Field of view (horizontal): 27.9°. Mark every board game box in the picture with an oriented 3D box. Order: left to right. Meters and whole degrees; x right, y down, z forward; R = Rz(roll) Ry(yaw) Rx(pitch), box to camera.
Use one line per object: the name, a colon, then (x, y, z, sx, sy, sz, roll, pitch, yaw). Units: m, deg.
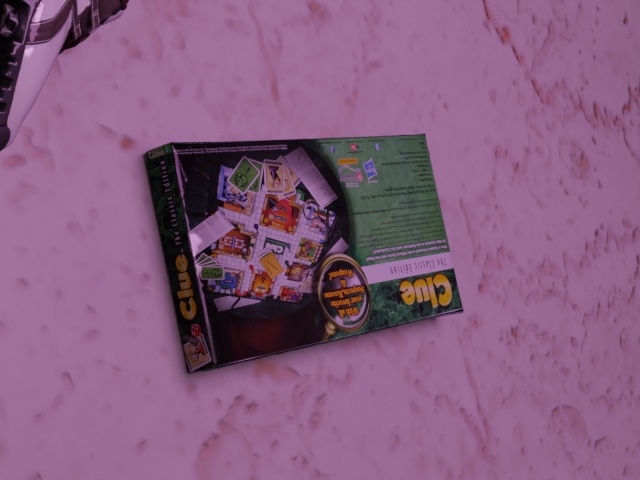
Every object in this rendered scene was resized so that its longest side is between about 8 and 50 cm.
board game box: (0.000, 0.000, 0.841, 0.260, 0.030, 0.136, -7, 82, -50)

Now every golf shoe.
golf shoe: (-0.139, -0.125, 0.677, 0.094, 0.077, 0.198, 30, 58, -41)
